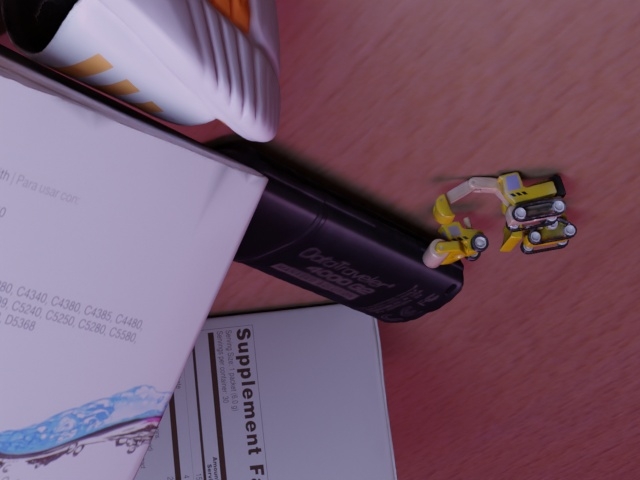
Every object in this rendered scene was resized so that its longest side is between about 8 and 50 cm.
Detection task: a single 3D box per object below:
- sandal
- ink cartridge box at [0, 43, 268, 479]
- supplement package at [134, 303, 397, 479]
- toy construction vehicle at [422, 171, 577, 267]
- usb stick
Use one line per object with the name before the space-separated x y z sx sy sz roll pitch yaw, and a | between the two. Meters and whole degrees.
sandal | -0.099 -0.119 0.748 0.076 0.102 0.265 -14 151 24
ink cartridge box | -0.195 0.039 0.800 0.198 0.270 0.197 27 -176 38
supplement package | -0.095 0.164 1.417 0.293 0.175 0.177 -6 159 -2
toy construction vehicle | 0.111 -0.015 1.201 0.098 0.035 0.086 -11 164 -9
usb stick | 0.000 0.000 1.184 0.077 0.045 0.278 -24 155 24
